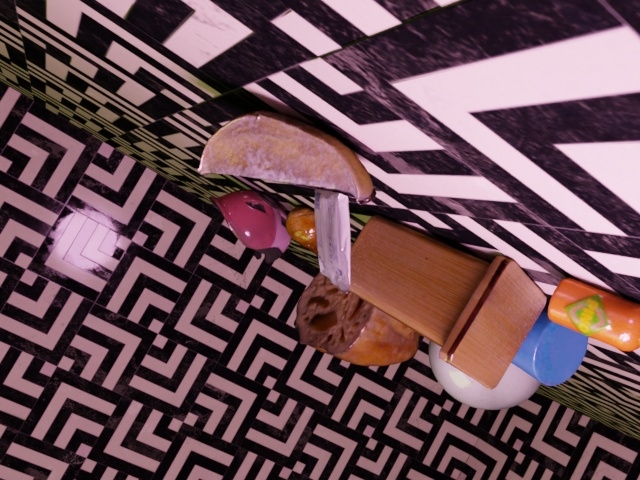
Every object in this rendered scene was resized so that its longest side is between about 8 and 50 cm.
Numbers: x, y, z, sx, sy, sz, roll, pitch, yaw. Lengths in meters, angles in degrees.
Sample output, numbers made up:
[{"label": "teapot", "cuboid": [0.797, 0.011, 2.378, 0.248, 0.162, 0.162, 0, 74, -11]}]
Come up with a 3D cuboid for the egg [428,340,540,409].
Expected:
[{"label": "egg", "cuboid": [0.378, 0.261, 1.527, 0.230, 0.229, 0.371, 25, 179, 38]}]

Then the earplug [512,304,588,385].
[{"label": "earplug", "cuboid": [0.347, 0.154, 1.282, 0.132, 0.132, 0.273, 33, 177, -33]}]

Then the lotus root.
[{"label": "lotus root", "cuboid": [0.113, 0.157, 1.660, 0.250, 0.316, 0.316, 27, 177, -38]}]

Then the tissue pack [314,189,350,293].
[{"label": "tissue pack", "cuboid": [0.019, -0.013, 1.200, 0.026, 0.192, 0.123, -9, -168, -23]}]

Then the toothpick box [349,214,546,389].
[{"label": "toothpick box", "cuboid": [0.193, 0.088, 1.186, 0.308, 0.187, 0.190, 29, 176, 45]}]

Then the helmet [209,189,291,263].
[{"label": "helmet", "cuboid": [-0.167, -0.053, 1.845, 0.198, 0.154, 0.253, 50, 172, 43]}]

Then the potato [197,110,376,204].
[{"label": "potato", "cuboid": [-0.034, -0.130, 0.927, 0.261, 0.100, 0.120, 11, -154, 25]}]

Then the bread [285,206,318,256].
[{"label": "bread", "cuboid": [0.001, -0.002, 1.775, 0.124, 0.083, 0.344, 27, 175, 21]}]

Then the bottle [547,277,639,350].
[{"label": "bottle", "cuboid": [0.397, 0.109, 0.895, 0.187, 0.069, 0.069, 22, 171, 39]}]
